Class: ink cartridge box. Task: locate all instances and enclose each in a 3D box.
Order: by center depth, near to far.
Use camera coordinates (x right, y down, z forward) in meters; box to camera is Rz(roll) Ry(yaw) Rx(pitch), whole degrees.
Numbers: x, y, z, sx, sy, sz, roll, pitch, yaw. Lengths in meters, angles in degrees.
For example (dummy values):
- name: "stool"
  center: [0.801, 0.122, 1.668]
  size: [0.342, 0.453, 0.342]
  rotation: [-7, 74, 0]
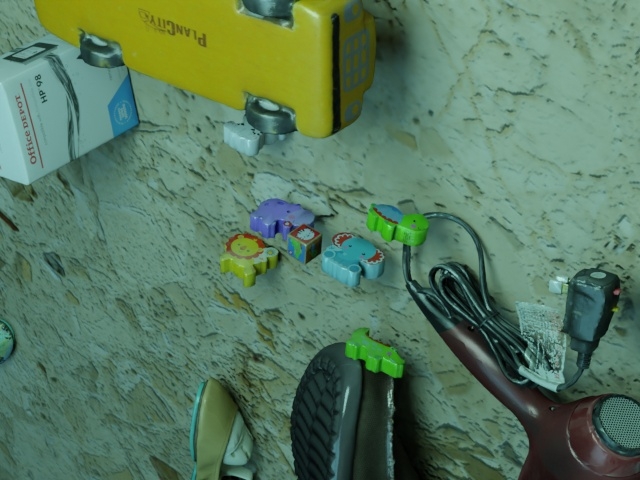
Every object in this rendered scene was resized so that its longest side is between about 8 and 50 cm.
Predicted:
- name: "ink cartridge box"
  center: [-0.259, -0.122, 1.090]
  size: [0.060, 0.180, 0.104]
  rotation: [16, 128, 35]

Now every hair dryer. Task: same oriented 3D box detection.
- name: "hair dryer"
  center: [0.174, 0.122, 0.956]
  size: [0.223, 0.080, 0.294]
  rotation: [22, 127, 53]

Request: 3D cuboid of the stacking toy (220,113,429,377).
- name: "stacking toy"
  center: [0.000, 0.000, 1.025]
  size: [0.221, 0.052, 0.167]
  rotation: [32, 137, 28]

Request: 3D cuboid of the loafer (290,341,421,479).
- name: "loafer"
  center: [0.052, 0.260, 1.134]
  size: [0.134, 0.130, 0.366]
  rotation: [-129, 34, -62]

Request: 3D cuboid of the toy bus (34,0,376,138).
- name: "toy bus"
  center: [-0.095, -0.189, 0.924]
  size: [0.332, 0.130, 0.108]
  rotation: [23, 130, 31]

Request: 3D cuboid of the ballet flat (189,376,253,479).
- name: "ballet flat"
  center: [-0.107, 0.237, 1.298]
  size: [0.073, 0.080, 0.232]
  rotation: [13, 134, 2]

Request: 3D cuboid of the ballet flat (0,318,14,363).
- name: "ballet flat"
  center: [-0.471, 0.153, 1.575]
  size: [0.188, 0.070, 0.070]
  rotation: [-27, 98, 49]
